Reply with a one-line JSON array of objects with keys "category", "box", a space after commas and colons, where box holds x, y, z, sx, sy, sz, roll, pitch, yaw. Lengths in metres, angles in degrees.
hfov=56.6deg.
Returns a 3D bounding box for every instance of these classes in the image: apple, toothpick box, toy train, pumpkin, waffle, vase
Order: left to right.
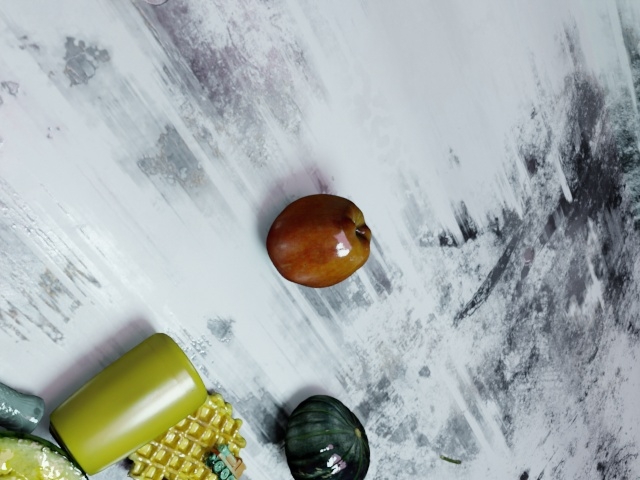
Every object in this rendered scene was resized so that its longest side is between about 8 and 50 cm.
[{"category": "vase", "box": [-0.587, 0.265, 1.018, 0.219, 0.096, 0.096, 44, 71, -38]}, {"category": "toothpick box", "box": [-0.373, 0.318, 1.144, 0.271, 0.175, 0.174, -34, 118, -26]}, {"category": "waffle", "box": [-0.292, 0.466, 1.305, 0.283, 0.065, 0.309, -15, 105, -39]}, {"category": "toy train", "box": [-0.209, 0.494, 1.312, 0.064, 0.044, 0.103, -46, 127, -30]}, {"category": "apple", "box": [0.000, -0.001, 1.347, 0.234, 0.234, 0.233, -8, 104, -37]}, {"category": "pumpkin", "box": [0.007, 0.510, 1.471, 0.250, 0.216, 0.249, 37, 47, -56]}]

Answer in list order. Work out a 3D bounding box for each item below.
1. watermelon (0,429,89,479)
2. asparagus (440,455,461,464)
[{"category": "watermelon", "box": [-0.566, 0.455, 1.008, 0.331, 0.189, 0.330, -5, 99, -33]}, {"category": "asparagus", "box": [0.431, 0.724, 1.953, 0.114, 0.014, 0.015, 31, 96, -38]}]
